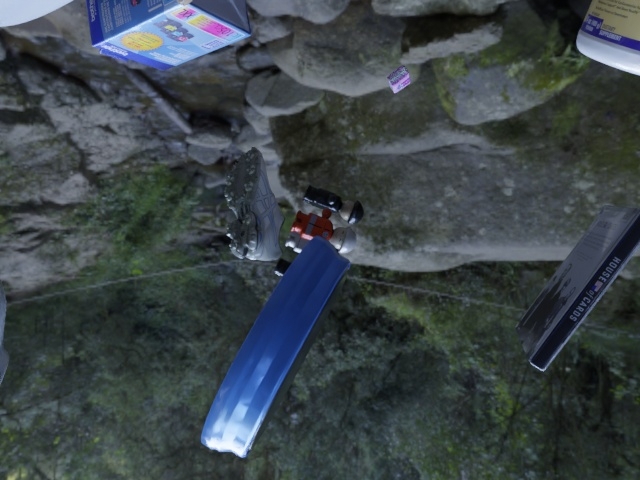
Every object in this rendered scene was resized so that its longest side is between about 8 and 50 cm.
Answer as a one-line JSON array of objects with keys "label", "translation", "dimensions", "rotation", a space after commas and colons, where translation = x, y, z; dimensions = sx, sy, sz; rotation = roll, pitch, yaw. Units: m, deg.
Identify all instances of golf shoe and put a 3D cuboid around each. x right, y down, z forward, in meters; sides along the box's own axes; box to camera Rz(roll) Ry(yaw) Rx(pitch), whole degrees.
[{"label": "golf shoe", "translation": [-0.092, -0.050, 0.804], "dimensions": [0.069, 0.176, 0.086], "rotation": [-18, 153, 36]}]

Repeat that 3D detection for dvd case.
[{"label": "dvd case", "translation": [0.363, 0.058, 0.771], "dimensions": [0.030, 0.238, 0.179], "rotation": [34, -167, 9]}]

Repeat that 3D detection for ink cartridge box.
[{"label": "ink cartridge box", "translation": [-0.428, -0.593, 1.462], "dimensions": [0.396, 0.151, 0.270], "rotation": [-8, 177, 29]}]

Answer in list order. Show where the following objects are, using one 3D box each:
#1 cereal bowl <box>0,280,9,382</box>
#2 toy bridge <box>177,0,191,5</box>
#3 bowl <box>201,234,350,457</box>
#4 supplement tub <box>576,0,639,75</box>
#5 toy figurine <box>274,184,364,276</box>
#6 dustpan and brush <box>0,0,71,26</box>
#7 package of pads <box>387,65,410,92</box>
[{"label": "cereal bowl", "translation": [-0.444, 0.165, 0.578], "dimensions": [0.141, 0.338, 0.339], "rotation": [34, 160, -29]}, {"label": "toy bridge", "translation": [-0.318, -0.547, 1.071], "dimensions": [0.063, 0.188, 0.026], "rotation": [-29, -177, 26]}, {"label": "bowl", "translation": [-0.062, 0.179, 0.924], "dimensions": [0.077, 0.391, 0.391], "rotation": [28, -179, 6]}, {"label": "supplement tub", "translation": [0.596, -0.442, 0.874], "dimensions": [0.241, 0.331, 0.241], "rotation": [10, -149, -6]}, {"label": "toy figurine", "translation": [0.000, 0.000, 1.258], "dimensions": [0.148, 0.209, 0.213], "rotation": [21, -149, -3]}, {"label": "dustpan and brush", "translation": [-0.299, -0.225, 0.487], "dimensions": [0.211, 0.060, 0.147], "rotation": [-24, -166, 22]}, {"label": "package of pads", "translation": [0.190, -0.388, 1.309], "dimensions": [0.050, 0.032, 0.083], "rotation": [-33, 176, 12]}]
